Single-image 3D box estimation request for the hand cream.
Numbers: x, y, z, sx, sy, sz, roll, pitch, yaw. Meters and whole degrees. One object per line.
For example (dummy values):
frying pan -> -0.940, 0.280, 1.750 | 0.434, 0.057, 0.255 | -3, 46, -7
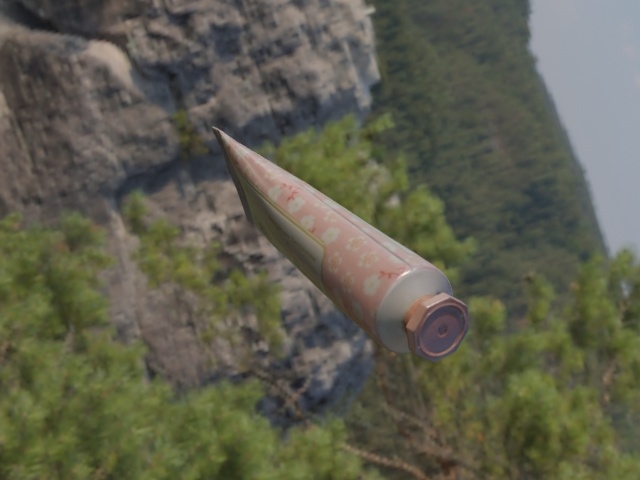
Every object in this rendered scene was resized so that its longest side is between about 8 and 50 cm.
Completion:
hand cream -> 0.000, 0.000, 0.582 | 0.209, 0.043, 0.067 | 36, -27, 52
